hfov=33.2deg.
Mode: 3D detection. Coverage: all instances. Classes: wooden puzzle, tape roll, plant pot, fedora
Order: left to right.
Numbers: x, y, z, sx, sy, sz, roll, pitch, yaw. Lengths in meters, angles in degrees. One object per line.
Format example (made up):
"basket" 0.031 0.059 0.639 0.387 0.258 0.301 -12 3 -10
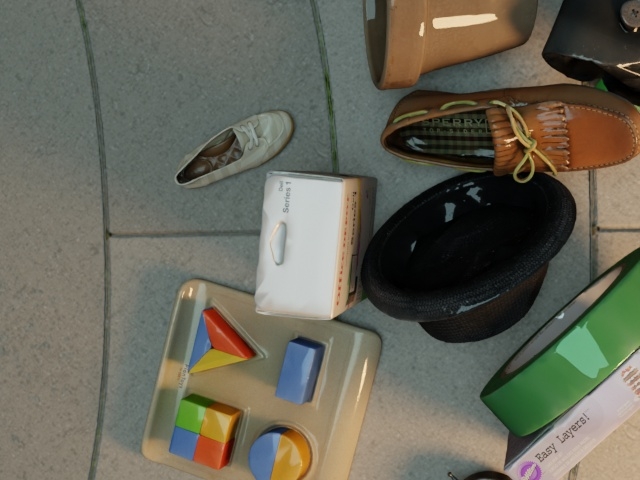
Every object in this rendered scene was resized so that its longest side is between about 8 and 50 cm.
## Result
"wooden puzzle" -0.105 0.258 1.734 0.348 0.080 0.322 15 96 11
"plant pot" 0.189 -0.354 1.570 0.229 0.263 0.263 -2 93 -5
"fedora" 0.231 0.039 1.593 0.334 0.334 0.152 -17 125 13
"tape roll" 0.364 0.139 1.502 0.321 0.321 0.077 -45 84 11

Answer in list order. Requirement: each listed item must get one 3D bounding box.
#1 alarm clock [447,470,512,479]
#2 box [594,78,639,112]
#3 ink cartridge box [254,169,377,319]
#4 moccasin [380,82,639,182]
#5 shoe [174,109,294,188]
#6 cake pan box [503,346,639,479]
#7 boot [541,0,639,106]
"alarm clock" 0.284 0.431 1.667 0.192 0.064 0.129 12 95 14
"box" 0.501 -0.267 1.593 0.105 0.043 0.179 39 102 8
"ink cartridge box" 0.000 0.000 1.596 0.117 0.278 0.201 6 95 12
"moccasin" 0.271 -0.155 1.551 0.380 0.147 0.139 10 125 23
"shoe" -0.141 -0.143 1.731 0.219 0.058 0.076 -28 87 12
"cake pan box" 0.373 0.240 1.545 0.267 0.246 0.070 -45 83 10
"boot" 0.396 -0.449 1.505 0.367 0.146 0.445 18 90 0
